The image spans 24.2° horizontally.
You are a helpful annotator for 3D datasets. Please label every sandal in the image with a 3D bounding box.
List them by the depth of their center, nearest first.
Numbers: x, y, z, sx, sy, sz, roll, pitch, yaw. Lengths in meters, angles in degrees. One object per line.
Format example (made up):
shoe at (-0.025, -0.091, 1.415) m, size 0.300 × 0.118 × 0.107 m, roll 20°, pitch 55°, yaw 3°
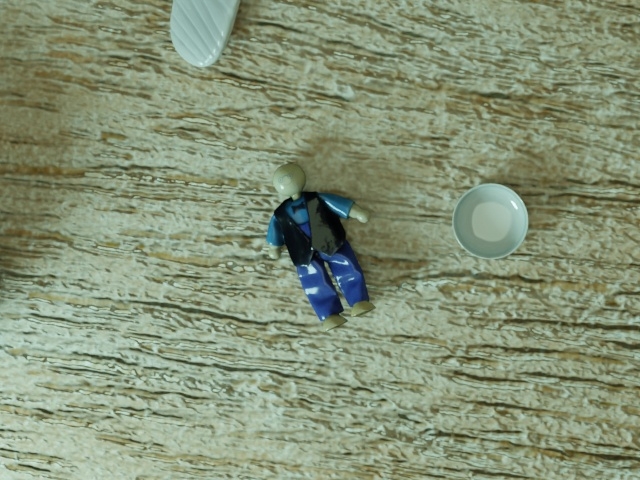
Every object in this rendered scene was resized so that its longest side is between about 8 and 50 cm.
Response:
sandal at (-0.099, -0.321, 1.644) m, size 0.102 × 0.076 × 0.265 m, roll 31°, pitch 120°, yaw 19°

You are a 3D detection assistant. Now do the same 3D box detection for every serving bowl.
serving bowl at (0.187, -0.022, 1.640) m, size 0.083 × 0.027 × 0.083 m, roll 1°, pitch 94°, yaw 9°

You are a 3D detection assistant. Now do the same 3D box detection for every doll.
doll at (0.000, 0.000, 1.661) m, size 0.129 × 0.046 × 0.189 m, roll -27°, pitch 84°, yaw 19°
